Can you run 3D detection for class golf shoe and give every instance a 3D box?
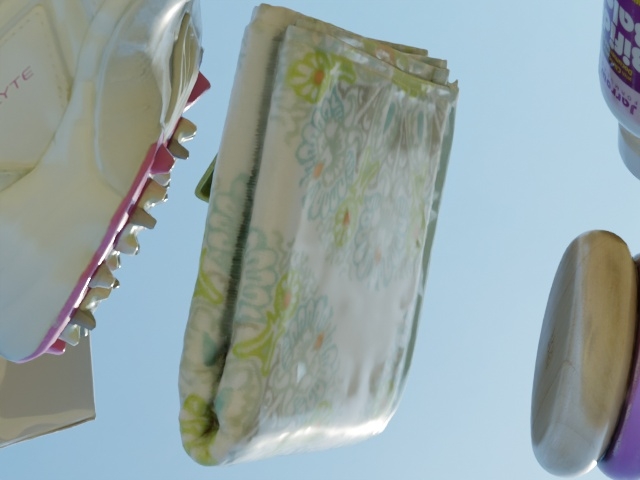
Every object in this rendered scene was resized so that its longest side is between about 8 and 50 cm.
[{"bbox_3d":[-0.073,-0.112,0.527,0.140,0.306,0.115,27,-165,-4],"label":"golf shoe"}]

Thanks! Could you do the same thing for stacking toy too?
[{"bbox_3d":[0.291,0.090,0.986,0.330,0.141,0.141,11,-140,-1],"label":"stacking toy"}]

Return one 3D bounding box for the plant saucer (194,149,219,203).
[{"bbox_3d":[-0.007,-0.097,1.705,0.188,0.188,0.045,23,-161,-32],"label":"plant saucer"}]

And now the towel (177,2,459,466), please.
[{"bbox_3d":[0.000,0.000,1.504,0.090,0.374,0.320,11,-178,27],"label":"towel"}]

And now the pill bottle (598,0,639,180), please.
[{"bbox_3d":[0.318,-0.179,1.462,0.169,0.301,0.169,-3,-130,3],"label":"pill bottle"}]

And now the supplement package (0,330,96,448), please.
[{"bbox_3d":[-0.307,0.012,1.398,0.175,0.177,0.293,-13,-77,-51],"label":"supplement package"}]
